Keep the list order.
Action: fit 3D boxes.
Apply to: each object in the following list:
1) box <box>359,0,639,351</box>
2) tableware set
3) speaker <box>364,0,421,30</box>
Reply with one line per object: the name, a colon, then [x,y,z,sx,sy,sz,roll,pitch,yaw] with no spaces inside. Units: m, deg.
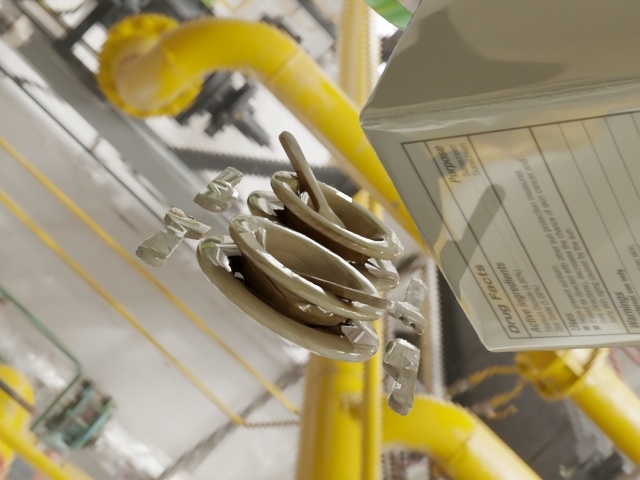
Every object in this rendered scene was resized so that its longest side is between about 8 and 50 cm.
box: [0.188,-0.050,0.511,0.311,0.148,0.121,-4,-137,34]
tableware set: [0.000,0.000,0.618,0.039,0.128,0.194,-59,-179,15]
speaker: [0.134,-0.195,0.596,0.296,0.131,0.131,-24,-153,48]
